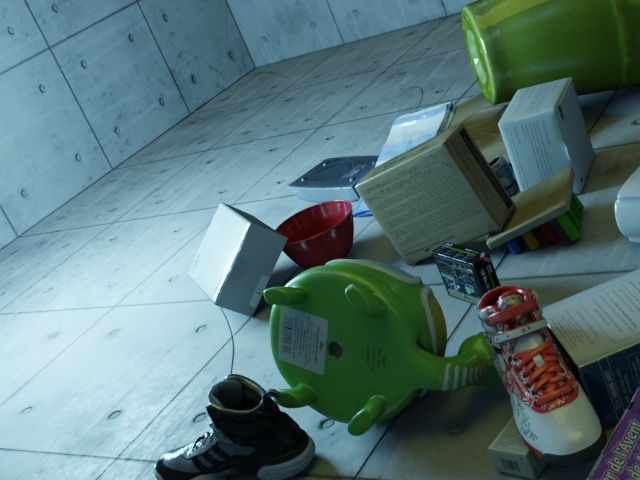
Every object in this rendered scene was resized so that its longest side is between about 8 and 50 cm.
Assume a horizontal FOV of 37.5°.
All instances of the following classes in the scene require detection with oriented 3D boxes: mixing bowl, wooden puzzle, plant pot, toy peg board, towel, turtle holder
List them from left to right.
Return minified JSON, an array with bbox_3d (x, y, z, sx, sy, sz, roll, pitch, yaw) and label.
[{"bbox_3d":[0.000,0.000,1.975,0.181,0.098,0.181,-21,21,8],"label":"mixing bowl"},{"bbox_3d":[0.090,0.131,1.382,0.320,0.243,0.227,-22,-3,37],"label":"turtle holder"},{"bbox_3d":[0.185,-0.181,2.124,0.209,0.034,0.285,-8,50,54],"label":"towel"},{"bbox_3d":[0.352,-0.219,2.170,0.322,0.080,0.348,-29,26,-12],"label":"wooden puzzle"},{"bbox_3d":[0.398,-0.036,1.705,0.161,0.079,0.161,-30,15,30],"label":"toy peg board"},{"bbox_3d":[0.519,-0.473,2.144,0.353,0.366,0.366,-17,22,4],"label":"plant pot"}]

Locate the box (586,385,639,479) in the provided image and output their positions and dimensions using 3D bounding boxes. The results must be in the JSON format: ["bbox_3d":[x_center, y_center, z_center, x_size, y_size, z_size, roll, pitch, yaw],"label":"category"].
[{"bbox_3d":[0.223,0.290,0.809,0.057,0.293,0.201,26,45,22],"label":"box"}]

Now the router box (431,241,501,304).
[{"bbox_3d":[0.248,0.058,1.586,0.038,0.092,0.122,-31,23,-20],"label":"router box"}]

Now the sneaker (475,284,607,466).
[{"bbox_3d":[0.259,0.153,1.158,0.090,0.145,0.270,-22,21,4],"label":"sneaker"}]

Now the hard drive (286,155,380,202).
[{"bbox_3d":[0.052,-0.152,2.344,0.172,0.054,0.255,-37,25,-32],"label":"hard drive"}]

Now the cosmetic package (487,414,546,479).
[{"bbox_3d":[0.268,0.246,1.191,0.060,0.041,0.115,0,31,47],"label":"cosmetic package"}]

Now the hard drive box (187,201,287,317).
[{"bbox_3d":[-0.178,0.035,1.968,0.181,0.089,0.232,-65,24,4],"label":"hard drive box"}]

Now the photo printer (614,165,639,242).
[{"bbox_3d":[0.661,-0.091,1.488,0.308,0.107,0.256,1,32,46],"label":"photo printer"}]

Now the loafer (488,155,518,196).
[{"bbox_3d":[0.269,-0.088,1.920,0.268,0.084,0.096,-25,21,-4],"label":"loafer"}]

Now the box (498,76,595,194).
[{"bbox_3d":[0.450,-0.199,1.862,0.119,0.181,0.182,-10,25,31],"label":"box"}]

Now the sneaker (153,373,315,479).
[{"bbox_3d":[-0.149,0.281,1.388,0.269,0.153,0.101,-14,23,24],"label":"sneaker"}]

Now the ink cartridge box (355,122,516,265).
[{"bbox_3d":[0.211,-0.081,1.748,0.235,0.193,0.088,-24,16,43],"label":"ink cartridge box"}]

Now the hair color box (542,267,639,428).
[{"bbox_3d":[0.480,0.100,1.225,0.347,0.105,0.174,-23,21,3],"label":"hair color box"}]
